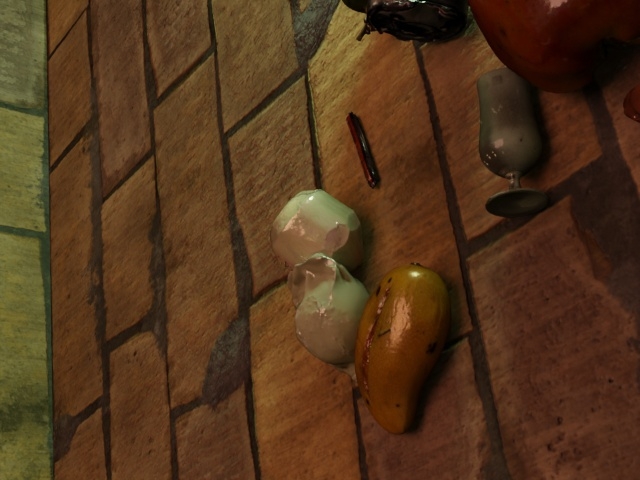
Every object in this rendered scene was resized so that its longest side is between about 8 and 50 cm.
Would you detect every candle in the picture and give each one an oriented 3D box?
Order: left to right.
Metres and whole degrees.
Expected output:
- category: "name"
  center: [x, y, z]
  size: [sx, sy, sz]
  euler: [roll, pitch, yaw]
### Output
- category: "candle"
  center: [0.179, -0.525, 1.925]
  size: [0.187, 0.187, 0.330]
  euler: [-12, 70, 52]

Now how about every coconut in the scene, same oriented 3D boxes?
- category: "coconut"
  center: [0.000, 0.000, 2.040]
  size: [0.183, 0.171, 0.171]
  euler: [41, 120, 8]

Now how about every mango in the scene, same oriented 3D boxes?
- category: "mango"
  center: [0.131, 0.182, 1.834]
  size: [0.177, 0.120, 0.294]
  euler: [27, 103, 55]

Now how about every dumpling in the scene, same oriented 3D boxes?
- category: "dumpling"
  center: [0.015, 0.148, 1.975]
  size: [0.193, 0.147, 0.258]
  euler: [-12, 104, 52]

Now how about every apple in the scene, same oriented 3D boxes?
- category: "apple"
  center: [0.382, -0.416, 1.638]
  size: [0.328, 0.295, 0.365]
  euler: [98, 164, -55]

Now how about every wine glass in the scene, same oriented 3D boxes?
- category: "wine glass"
  center: [0.305, -0.161, 1.715]
  size: [0.103, 0.103, 0.231]
  euler: [-28, 55, 47]

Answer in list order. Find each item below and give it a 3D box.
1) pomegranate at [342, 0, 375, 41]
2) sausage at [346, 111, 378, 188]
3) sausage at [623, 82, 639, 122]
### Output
- category: "pomegranate"
  center: [0.107, -0.485, 2.057]
  size: [0.148, 0.148, 0.169]
  euler: [-43, 59, 39]
- category: "sausage"
  center: [0.081, -0.179, 2.094]
  size: [0.028, 0.025, 0.198]
  euler: [95, 163, -53]
- category: "sausage"
  center: [0.527, -0.155, 1.428]
  size: [0.326, 0.079, 0.087]
  euler: [43, 140, 50]
